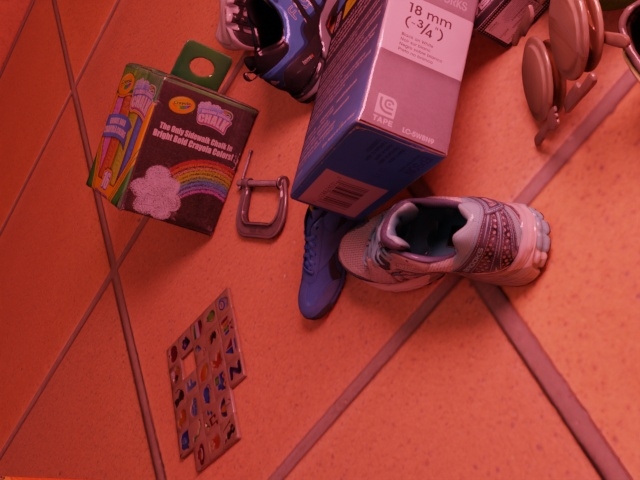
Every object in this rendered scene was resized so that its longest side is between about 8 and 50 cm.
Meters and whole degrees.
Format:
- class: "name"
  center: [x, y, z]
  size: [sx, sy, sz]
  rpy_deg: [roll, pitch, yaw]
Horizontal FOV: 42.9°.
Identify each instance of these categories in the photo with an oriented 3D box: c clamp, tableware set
- class: "c clamp"
  center: [-0.092, -0.069, 1.241]
  size: [0.161, 0.022, 0.137]
  rpy_deg: [15, 89, 54]
- class: "tableware set"
  center: [0.232, -0.177, 0.770]
  size: [0.194, 0.039, 0.128]
  rpy_deg: [87, 173, -79]

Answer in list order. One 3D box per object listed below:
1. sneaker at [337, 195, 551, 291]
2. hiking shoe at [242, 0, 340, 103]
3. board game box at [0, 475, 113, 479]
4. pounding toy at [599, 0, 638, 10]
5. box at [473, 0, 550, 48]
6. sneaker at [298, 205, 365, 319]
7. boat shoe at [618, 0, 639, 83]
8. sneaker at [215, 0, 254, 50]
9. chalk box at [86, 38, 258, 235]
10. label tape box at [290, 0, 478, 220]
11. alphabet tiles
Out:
- class: "sneaker"
  center: [0.101, -0.009, 0.881]
  size: [0.283, 0.122, 0.110]
  rpy_deg: [-8, 71, 52]
- class: "hiking shoe"
  center: [-0.041, -0.356, 1.187]
  size: [0.113, 0.132, 0.304]
  rpy_deg: [-24, 59, 46]
- class: "board game box"
  center: [-0.300, 0.547, 1.002]
  size: [0.356, 0.357, 0.356]
  rpy_deg: [36, 107, 52]
- class: "pounding toy"
  center: [0.270, -0.316, 0.717]
  size: [0.237, 0.110, 0.183]
  rpy_deg: [-26, 80, 38]
- class: "box"
  center: [0.239, -0.382, 0.891]
  size: [0.270, 0.060, 0.216]
  rpy_deg: [-47, 44, 32]
- class: "sneaker"
  center: [0.000, 0.000, 1.047]
  size: [0.069, 0.082, 0.209]
  rpy_deg: [31, 104, 51]
- class: "boat shoe"
  center: [0.343, -0.099, 0.620]
  size: [0.109, 0.091, 0.305]
  rpy_deg: [-57, 40, 23]
- class: "sneaker"
  center: [-0.118, -0.456, 1.359]
  size: [0.118, 0.110, 0.292]
  rpy_deg: [5, 81, 62]
- class: "chalk box"
  center: [-0.238, -0.183, 1.347]
  size: [0.179, 0.180, 0.289]
  rpy_deg: [28, 99, 53]
- class: "label tape box"
  center: [0.079, -0.217, 0.929]
  size: [0.240, 0.106, 0.333]
  rpy_deg: [142, 144, -67]
- class: "alphabet tiles"
  center: [-0.174, 0.221, 1.255]
  size: [0.198, 0.009, 0.237]
  rpy_deg: [-44, 46, 34]
